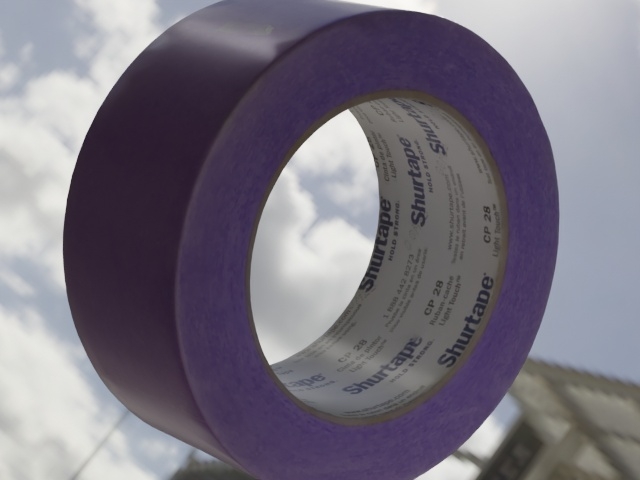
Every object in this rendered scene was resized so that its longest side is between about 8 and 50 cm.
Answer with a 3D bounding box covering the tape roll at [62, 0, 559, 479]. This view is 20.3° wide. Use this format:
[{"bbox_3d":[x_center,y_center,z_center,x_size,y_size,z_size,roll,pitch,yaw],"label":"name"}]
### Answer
[{"bbox_3d":[0.000,0.000,0.701,0.080,0.189,0.189,18,-28,49],"label":"tape roll"}]
